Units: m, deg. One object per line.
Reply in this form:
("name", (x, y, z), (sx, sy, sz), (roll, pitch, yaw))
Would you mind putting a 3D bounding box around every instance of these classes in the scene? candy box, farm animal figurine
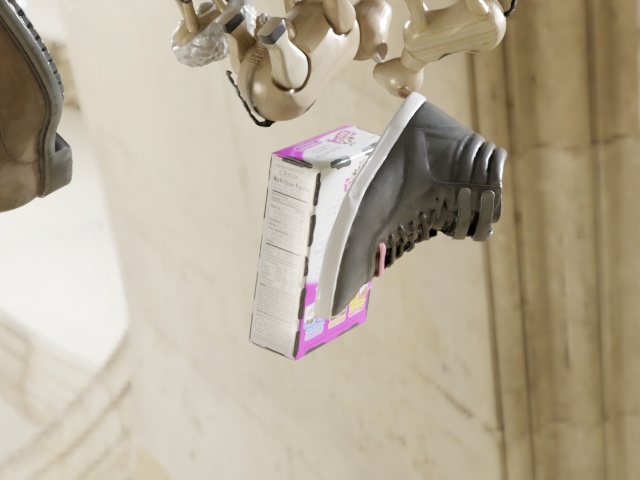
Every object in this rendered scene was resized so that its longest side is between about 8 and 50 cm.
("candy box", (0.000, 0.000, 1.899), (0.071, 0.233, 0.159), (21, -155, 27))
("farm animal figurine", (0.031, -0.238, 1.897), (0.327, 0.172, 0.330), (-35, -141, -14))

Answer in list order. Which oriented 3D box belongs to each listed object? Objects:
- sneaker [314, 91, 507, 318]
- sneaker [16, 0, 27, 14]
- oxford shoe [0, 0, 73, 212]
("sneaker", (0.103, -0.021, 1.740), (0.147, 0.104, 0.295), (24, -123, 10))
("sneaker", (-0.348, -0.167, 1.621), (0.071, 0.083, 0.191), (6, 154, -42))
("oxford shoe", (-0.215, -0.084, 1.044), (0.096, 0.227, 0.083), (-32, -120, -22))
